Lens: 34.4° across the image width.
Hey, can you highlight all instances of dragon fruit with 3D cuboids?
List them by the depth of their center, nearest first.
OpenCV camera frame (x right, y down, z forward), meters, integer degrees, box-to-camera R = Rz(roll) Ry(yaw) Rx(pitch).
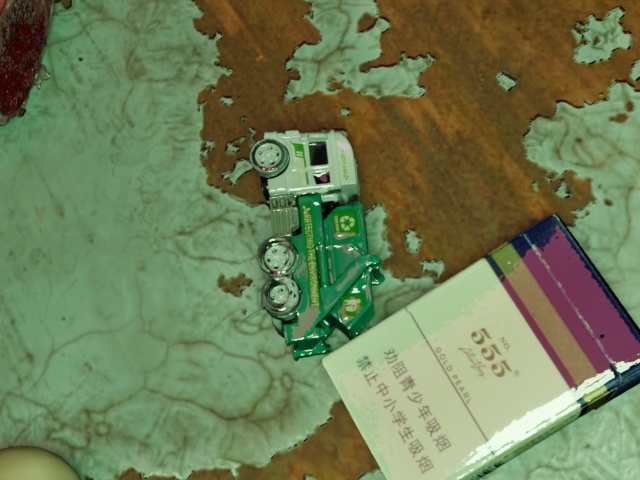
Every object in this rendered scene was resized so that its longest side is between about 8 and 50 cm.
[{"bbox_3d":[-0.378,-0.230,1.135,0.147,0.211,0.282,17,82,18],"label":"dragon fruit"}]

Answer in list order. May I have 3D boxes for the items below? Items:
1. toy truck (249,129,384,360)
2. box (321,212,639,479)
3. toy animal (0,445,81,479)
[{"bbox_3d":[0.000,0.000,1.002,0.116,0.110,0.215,-6,71,3],"label":"toy truck"},{"bbox_3d":[0.151,0.110,0.934,0.259,0.071,0.168,-32,67,6],"label":"box"},{"bbox_3d":[-0.343,0.272,0.998,0.250,0.154,0.166,-5,95,11],"label":"toy animal"}]
